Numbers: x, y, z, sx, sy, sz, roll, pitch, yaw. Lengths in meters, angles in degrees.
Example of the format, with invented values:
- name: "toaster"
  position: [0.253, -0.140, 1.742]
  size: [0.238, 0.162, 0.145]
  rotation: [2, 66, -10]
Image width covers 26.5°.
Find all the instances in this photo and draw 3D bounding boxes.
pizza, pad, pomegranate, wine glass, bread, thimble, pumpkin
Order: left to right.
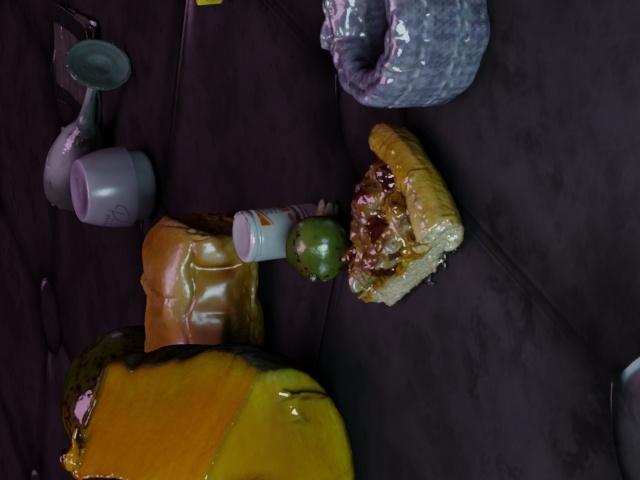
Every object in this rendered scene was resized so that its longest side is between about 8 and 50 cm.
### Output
- name: "wine glass"
  position: [-0.429, -0.219, 2.097]
  size: [0.264, 0.096, 0.309]
  rotation: [38, 141, 9]
- name: "pad"
  position: [-0.400, -0.288, 2.218]
  size: [0.233, 0.022, 0.174]
  rotation: [-145, 52, -60]
- name: "pomegranate"
  position: [-0.233, 0.236, 1.830]
  size: [0.248, 0.214, 0.214]
  rotation: [48, 153, -5]
- name: "bread"
  position: [-0.143, 0.115, 1.653]
  size: [0.167, 0.132, 0.294]
  rotation: [-145, 51, -66]
- name: "pumpkin"
  position: [-0.106, 0.257, 1.458]
  size: [0.225, 0.256, 0.303]
  rotation: [6, 127, 43]
- name: "pomegranate"
  position: [0.000, 0.004, 1.402]
  size: [0.084, 0.073, 0.073]
  rotation: [-67, -10, -57]
- name: "pizza"
  position: [0.059, -0.007, 1.260]
  size: [0.154, 0.069, 0.194]
  rotation: [61, 145, 37]
- name: "thimble"
  position: [0.070, -0.189, 1.159]
  size: [0.150, 0.097, 0.150]
  rotation: [25, 119, 60]

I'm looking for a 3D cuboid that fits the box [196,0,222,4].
- name: "box"
  position: [-0.104, -0.403, 1.529]
  size: [0.269, 0.043, 0.152]
  rotation: [-49, 52, 57]

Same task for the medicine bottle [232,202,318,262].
- name: "medicine bottle"
  position: [-0.045, -0.009, 1.456]
  size: [0.057, 0.089, 0.057]
  rotation: [173, 90, -65]

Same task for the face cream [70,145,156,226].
- name: "face cream"
  position: [-0.297, -0.076, 1.953]
  size: [0.117, 0.104, 0.117]
  rotation: [29, 123, 58]
